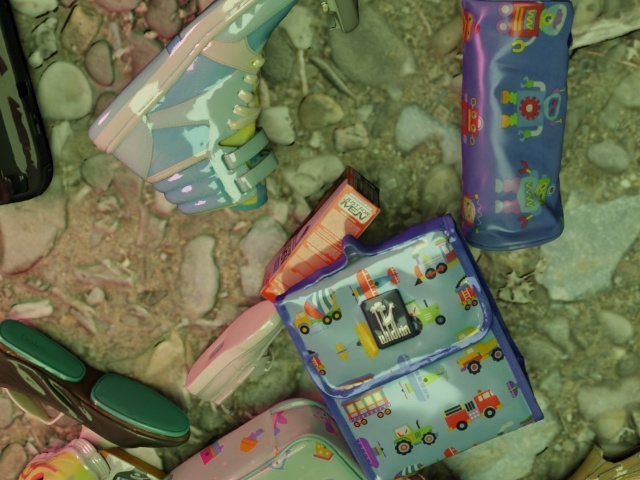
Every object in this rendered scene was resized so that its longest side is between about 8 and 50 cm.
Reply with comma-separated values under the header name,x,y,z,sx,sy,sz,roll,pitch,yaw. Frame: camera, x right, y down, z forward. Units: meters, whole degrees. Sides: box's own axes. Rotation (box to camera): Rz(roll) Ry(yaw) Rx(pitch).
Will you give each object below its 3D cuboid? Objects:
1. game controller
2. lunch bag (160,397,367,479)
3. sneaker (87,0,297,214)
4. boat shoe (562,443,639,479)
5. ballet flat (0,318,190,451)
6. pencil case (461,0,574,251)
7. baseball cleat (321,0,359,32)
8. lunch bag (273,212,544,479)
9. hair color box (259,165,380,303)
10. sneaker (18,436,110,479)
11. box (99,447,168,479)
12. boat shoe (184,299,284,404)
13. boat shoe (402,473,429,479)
name,x,y,z,sx,sy,sz,roll,pitch,yaw
game controller,-0.422,-0.189,1.597,0.166,0.067,0.319,-7,107,19
lunch bag,-0.059,0.337,1.695,0.279,0.108,0.224,-35,121,15
sneaker,-0.088,-0.158,1.553,0.319,0.127,0.208,-41,99,23
boat shoe,0.348,0.287,1.705,0.190,0.068,0.072,-18,93,-2
ballet flat,-0.293,0.196,1.691,0.280,0.095,0.096,30,116,4
pencil case,0.222,-0.142,1.546,0.133,0.119,0.306,-7,107,-18
baseball cleat,0.037,-0.337,1.519,0.109,0.072,0.206,-15,110,0
lunch bag,0.095,0.107,1.586,0.220,0.138,0.293,-24,118,8
hair color box,0.000,0.000,1.611,0.053,0.093,0.167,38,104,-9
sneaker,-0.341,0.310,1.685,0.081,0.094,0.208,47,139,0
box,-0.237,0.323,1.754,0.136,0.028,0.081,29,106,-9
boat shoe,-0.091,0.141,1.658,0.063,0.066,0.184,34,120,-19
boat shoe,0.160,0.328,1.678,0.073,0.080,0.223,-40,141,-5
